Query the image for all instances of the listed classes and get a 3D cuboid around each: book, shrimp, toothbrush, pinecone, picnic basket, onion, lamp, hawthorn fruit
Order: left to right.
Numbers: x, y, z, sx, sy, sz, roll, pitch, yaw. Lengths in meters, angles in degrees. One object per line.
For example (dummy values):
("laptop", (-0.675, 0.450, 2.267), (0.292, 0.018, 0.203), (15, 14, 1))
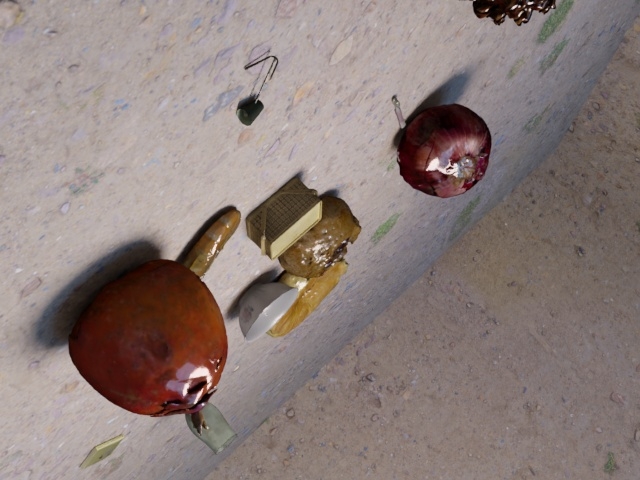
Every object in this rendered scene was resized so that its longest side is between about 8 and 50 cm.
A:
("book", (-0.554, 0.539, 2.113), (0.077, 0.014, 0.111), (-51, 164, 20))
("hawthorn fruit", (-0.277, 0.201, 1.454), (0.276, 0.307, 0.276), (-36, 175, -3))
("shrimp", (-0.230, 0.030, 1.632), (0.236, 0.053, 0.133), (-53, -176, 13))
("lamp", (-0.097, -0.236, 1.306), (0.054, 0.041, 0.121), (-46, 170, -32))
("picnic basket", (-0.077, -0.045, 1.757), (0.164, 0.079, 0.115), (-41, 166, -17))
("toothbrush", (0.183, -0.296, 1.927), (0.014, 0.017, 0.194), (-41, 168, 2))
("onion", (0.307, -0.230, 2.097), (0.252, 0.219, 0.252), (-10, 118, -20))
("pinecone", (0.341, -0.475, 1.443), (0.221, 0.221, 0.221), (-42, 165, -15))

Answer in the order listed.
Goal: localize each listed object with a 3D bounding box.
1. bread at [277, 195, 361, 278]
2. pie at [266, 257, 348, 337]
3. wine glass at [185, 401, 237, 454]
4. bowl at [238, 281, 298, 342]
("bread", (0.000, 0.000, 2.007), (0.230, 0.123, 0.230), (-42, 162, -17))
("pie", (-0.055, 0.148, 2.313), (0.339, 0.083, 0.339), (-40, 164, -13))
("wine glass", (-0.317, 0.478, 2.231), (0.093, 0.202, 0.093), (-43, 164, -16))
("bowl", (-0.150, 0.162, 2.086), (0.189, 0.086, 0.189), (-44, 165, -15))
